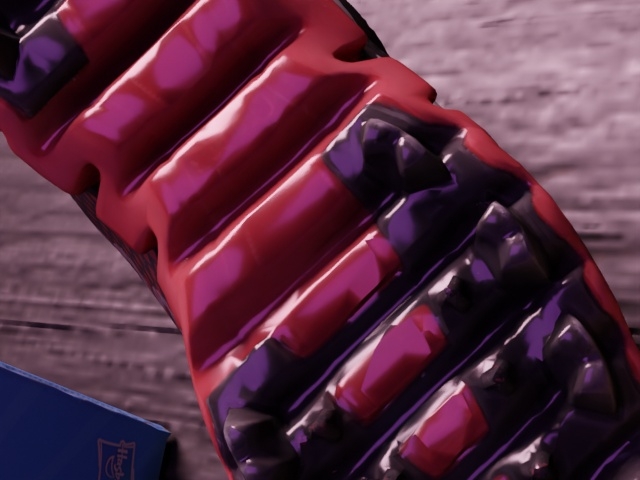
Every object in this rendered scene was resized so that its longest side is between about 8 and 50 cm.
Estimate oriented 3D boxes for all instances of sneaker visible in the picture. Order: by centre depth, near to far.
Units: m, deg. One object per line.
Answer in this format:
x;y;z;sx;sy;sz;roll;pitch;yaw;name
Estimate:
0.000;0.000;0.451;0.097;0.135;0.276;-41;69;4;sneaker

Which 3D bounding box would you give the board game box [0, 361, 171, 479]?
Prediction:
-0.208;0.193;0.552;0.308;0.086;0.302;-6;66;41;board game box
